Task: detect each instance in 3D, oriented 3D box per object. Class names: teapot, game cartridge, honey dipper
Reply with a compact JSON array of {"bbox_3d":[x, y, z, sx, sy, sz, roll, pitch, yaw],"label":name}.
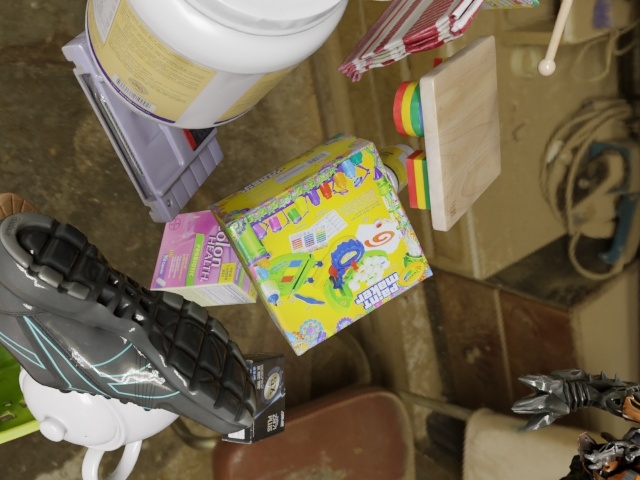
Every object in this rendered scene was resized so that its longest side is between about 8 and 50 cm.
[{"bbox_3d":[-0.288,0.182,0.988,0.256,0.252,0.187,42,45,-11],"label":"teapot"},{"bbox_3d":[-0.299,-0.239,1.383,0.230,0.068,0.355,-56,136,-41],"label":"game cartridge"},{"bbox_3d":[0.234,-0.229,0.732,0.030,0.030,0.160,-21,139,-30],"label":"honey dipper"}]

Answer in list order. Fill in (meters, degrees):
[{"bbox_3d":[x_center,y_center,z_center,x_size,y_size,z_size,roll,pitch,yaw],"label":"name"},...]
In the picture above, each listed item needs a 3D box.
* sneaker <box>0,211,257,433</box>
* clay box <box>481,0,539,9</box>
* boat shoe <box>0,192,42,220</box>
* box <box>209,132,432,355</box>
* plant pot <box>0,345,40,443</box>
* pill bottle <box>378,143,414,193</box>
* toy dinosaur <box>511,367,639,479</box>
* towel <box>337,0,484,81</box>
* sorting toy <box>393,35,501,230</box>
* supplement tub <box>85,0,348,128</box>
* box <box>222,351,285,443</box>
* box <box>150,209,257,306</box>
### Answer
[{"bbox_3d":[-0.170,0.085,0.640,0.267,0.101,0.106,39,114,-19],"label":"sneaker"},{"bbox_3d":[0.300,-0.462,1.354,0.127,0.222,0.053,27,96,-20],"label":"clay box"},{"bbox_3d":[-0.632,0.012,1.686,0.342,0.123,0.123,53,50,-50],"label":"boat shoe"},{"bbox_3d":[0.000,0.000,1.400,0.290,0.177,0.279,-30,110,-9],"label":"box"},{"bbox_3d":[-0.520,0.179,1.267,0.228,0.207,0.227,-16,107,-46],"label":"plant pot"},{"bbox_3d":[0.161,-0.162,1.800,0.184,0.103,0.103,-46,130,-54],"label":"pill bottle"},{"bbox_3d":[0.310,0.204,0.689,0.322,0.218,0.164,-2,90,-38],"label":"toy dinosaur"},{"bbox_3d":[0.166,-0.340,1.072,0.037,0.329,0.237,41,76,-18],"label":"towel"},{"bbox_3d":[0.213,-0.187,1.294,0.257,0.089,0.255,-40,130,-47],"label":"sorting toy"},{"bbox_3d":[-0.110,-0.268,0.812,0.241,0.331,0.241,3,82,-23],"label":"supplement tub"},{"bbox_3d":[-0.146,0.345,1.707,0.147,0.078,0.180,5,84,-63],"label":"box"},{"bbox_3d":[-0.273,0.043,1.909,0.117,0.243,0.213,49,43,-52],"label":"box"}]
